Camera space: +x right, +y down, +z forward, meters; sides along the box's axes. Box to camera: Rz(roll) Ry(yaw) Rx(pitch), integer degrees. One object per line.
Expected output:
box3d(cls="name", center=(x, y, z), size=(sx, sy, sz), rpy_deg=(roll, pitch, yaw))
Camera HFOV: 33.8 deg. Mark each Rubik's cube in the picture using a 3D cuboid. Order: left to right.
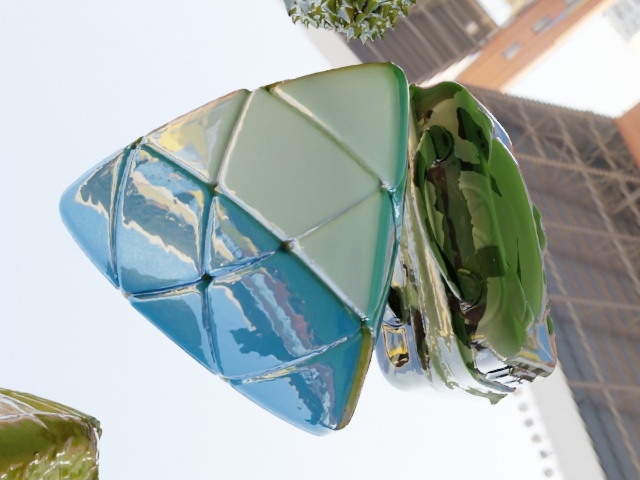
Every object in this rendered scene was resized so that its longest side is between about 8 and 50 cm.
box3d(cls="Rubik's cube", center=(0.000, 0.000, 0.688), size=(0.254, 0.254, 0.254), rpy_deg=(35, -148, -26))

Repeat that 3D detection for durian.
box3d(cls="durian", center=(0.016, -0.230, 0.901), size=(0.119, 0.186, 0.108), rpy_deg=(23, -131, 28))

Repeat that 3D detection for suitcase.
box3d(cls="suitcase", center=(0.146, 0.004, 1.175), size=(0.339, 0.194, 0.351), rpy_deg=(25, -128, -63))

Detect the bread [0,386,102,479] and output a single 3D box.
box3d(cls="bread", center=(-0.264, 0.182, 0.703), size=(0.119, 0.152, 0.288), rpy_deg=(22, -176, 22))
